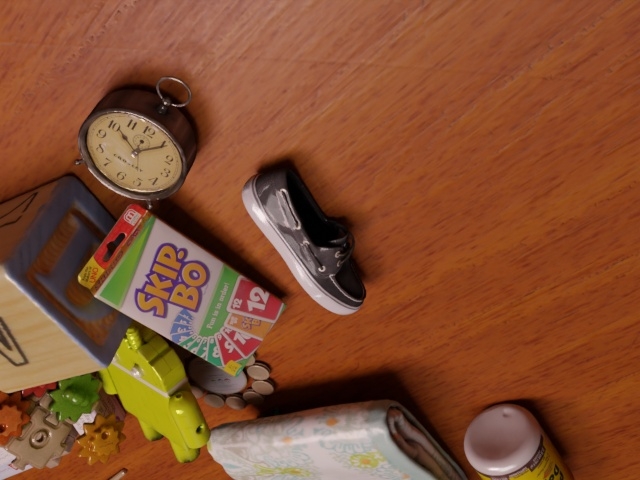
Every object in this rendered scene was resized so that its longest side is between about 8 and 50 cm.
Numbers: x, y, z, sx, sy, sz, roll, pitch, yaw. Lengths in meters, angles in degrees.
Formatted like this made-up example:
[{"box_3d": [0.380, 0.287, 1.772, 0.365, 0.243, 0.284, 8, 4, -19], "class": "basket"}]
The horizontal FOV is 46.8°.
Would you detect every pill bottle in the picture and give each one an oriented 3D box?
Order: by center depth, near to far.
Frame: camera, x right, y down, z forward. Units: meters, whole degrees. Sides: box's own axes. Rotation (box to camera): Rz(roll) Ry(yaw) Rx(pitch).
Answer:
[{"box_3d": [0.312, 0.353, 1.124, 0.117, 0.117, 0.215, -19, 125, 29], "class": "pill bottle"}]

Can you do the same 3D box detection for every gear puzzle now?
[{"box_3d": [-0.416, 0.256, 1.107, 0.044, 0.175, 0.339, 13, 152, 44], "class": "gear puzzle"}]

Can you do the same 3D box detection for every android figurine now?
[{"box_3d": [-0.265, 0.222, 1.133, 0.248, 0.056, 0.273, 21, 136, 36], "class": "android figurine"}]

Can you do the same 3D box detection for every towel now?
[{"box_3d": [0.045, 0.384, 1.205, 0.320, 0.090, 0.374, -17, 134, 24], "class": "towel"}]

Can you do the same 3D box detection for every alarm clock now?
[{"box_3d": [-0.199, -0.122, 0.848, 0.129, 0.064, 0.192, 33, 135, -16], "class": "alarm clock"}]

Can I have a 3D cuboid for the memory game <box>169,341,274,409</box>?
[{"box_3d": [-0.165, 0.214, 1.189, 0.186, 0.012, 0.186, 8, 134, 8], "class": "memory game"}]

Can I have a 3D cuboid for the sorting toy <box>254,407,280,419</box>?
[{"box_3d": [-0.071, 0.309, 1.240, 0.101, 0.042, 0.061, 0, 149, -2], "class": "sorting toy"}]

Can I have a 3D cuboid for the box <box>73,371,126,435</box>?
[{"box_3d": [-0.413, 0.217, 1.218, 0.063, 0.067, 0.324, -1, 131, 15], "class": "box"}]

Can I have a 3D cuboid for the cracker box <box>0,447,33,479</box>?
[{"box_3d": [-0.670, 0.368, 1.422, 0.155, 0.067, 0.232, -27, 120, 34], "class": "cracker box"}]

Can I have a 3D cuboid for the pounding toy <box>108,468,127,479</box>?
[{"box_3d": [-0.387, 0.553, 1.504, 0.206, 0.094, 0.181, 2, 133, 11], "class": "pounding toy"}]

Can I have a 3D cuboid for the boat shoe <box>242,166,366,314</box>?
[{"box_3d": [0.000, 0.000, 0.910, 0.076, 0.080, 0.228, -22, 116, 32], "class": "boat shoe"}]

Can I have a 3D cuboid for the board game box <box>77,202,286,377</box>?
[{"box_3d": [-0.174, 0.069, 0.966, 0.259, 0.039, 0.124, 37, 86, -28], "class": "board game box"}]

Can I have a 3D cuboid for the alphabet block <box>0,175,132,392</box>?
[{"box_3d": [-0.374, 0.061, 0.978, 0.197, 0.192, 0.193, -16, 125, 28], "class": "alphabet block"}]

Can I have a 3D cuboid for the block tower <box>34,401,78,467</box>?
[{"box_3d": [-0.561, 0.264, 1.282, 0.097, 0.091, 0.335, -26, 122, 33], "class": "block tower"}]
